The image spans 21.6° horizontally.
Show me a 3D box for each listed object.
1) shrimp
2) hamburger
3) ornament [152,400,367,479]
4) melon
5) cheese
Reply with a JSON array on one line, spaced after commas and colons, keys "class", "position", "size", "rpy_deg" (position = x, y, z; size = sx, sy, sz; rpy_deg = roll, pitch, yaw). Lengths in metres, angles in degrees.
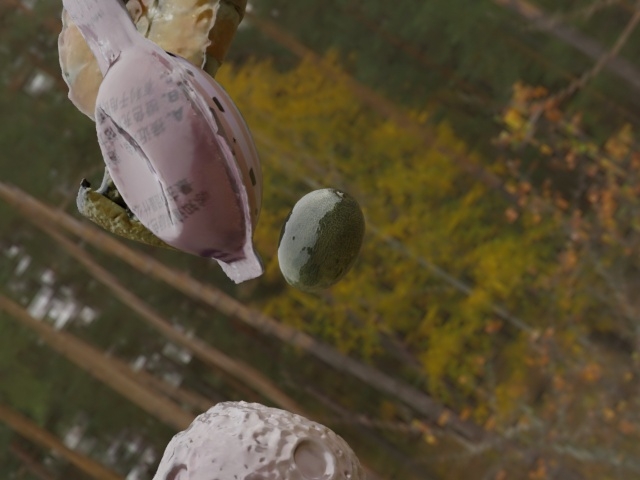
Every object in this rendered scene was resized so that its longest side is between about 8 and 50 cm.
[{"class": "shrimp", "position": [-0.128, -0.241, 1.421], "size": [0.317, 0.164, 0.062], "rpy_deg": [-68, -17, -3]}, {"class": "hamburger", "position": [-0.204, -0.075, 2.307], "size": [0.288, 0.192, 0.168], "rpy_deg": [7, -78, -83]}, {"class": "ornament", "position": [-0.071, 0.315, 1.909], "size": [0.259, 0.259, 0.225], "rpy_deg": [112, 176, -69]}, {"class": "melon", "position": [0.000, 0.000, 1.943], "size": [0.131, 0.098, 0.098], "rpy_deg": [-62, -6, 26]}, {"class": "cheese", "position": [-0.119, -0.096, 1.165], "size": [0.074, 0.286, 0.189], "rpy_deg": [-30, 1, -25]}]
